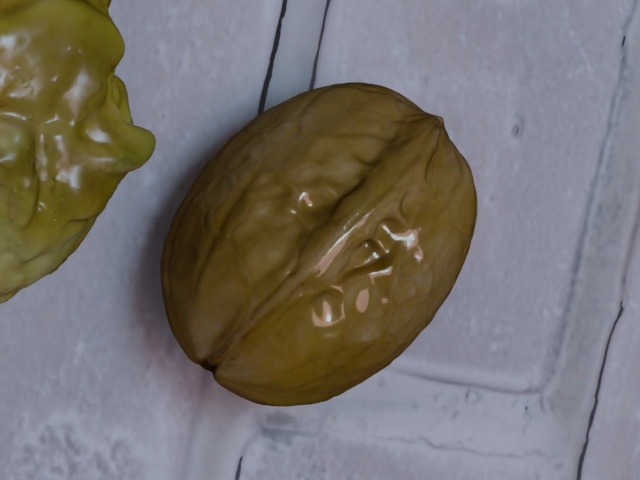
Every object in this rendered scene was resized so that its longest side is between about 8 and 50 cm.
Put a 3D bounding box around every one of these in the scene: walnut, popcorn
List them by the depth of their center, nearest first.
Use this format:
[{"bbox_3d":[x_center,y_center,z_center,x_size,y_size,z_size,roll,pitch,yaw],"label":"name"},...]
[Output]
[{"bbox_3d":[-0.196,-0.059,0.956,0.253,0.191,0.190,-21,142,-26],"label":"popcorn"},{"bbox_3d":[0.000,0.000,1.105,0.207,0.159,0.159,-46,119,-12],"label":"walnut"}]
